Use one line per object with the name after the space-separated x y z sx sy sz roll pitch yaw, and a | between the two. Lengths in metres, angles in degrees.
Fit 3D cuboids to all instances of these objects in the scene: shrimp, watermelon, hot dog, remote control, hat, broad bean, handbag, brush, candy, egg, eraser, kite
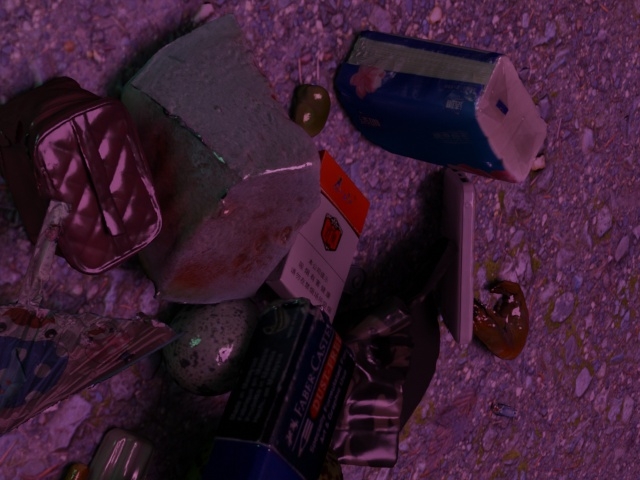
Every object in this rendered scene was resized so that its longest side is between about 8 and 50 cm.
0.332 0.140 2.281 0.248 0.068 0.150 27 70 -54 | shrimp
-0.109 -0.093 1.559 0.228 0.258 0.387 -13 108 -49 | watermelon
-0.346 0.358 1.616 0.137 0.028 0.044 -67 159 -6 | hot dog
-0.294 0.372 1.663 0.090 0.049 0.230 28 83 -46 | remote control
0.083 0.154 1.967 0.382 0.257 0.366 -83 180 -53 | hat
-0.013 -0.191 1.799 0.063 0.045 0.083 -14 120 -44 | broad bean
-0.289 -0.076 1.460 0.146 0.135 0.225 -32 127 -30 | handbag
-0.006 0.047 1.871 0.297 0.060 0.068 14 89 -49 | brush
0.364 0.339 2.409 0.083 0.020 0.030 21 84 -48 | candy
-0.144 0.139 1.693 0.172 0.132 0.132 -48 135 -43 | egg
-0.057 0.243 1.613 0.155 0.101 0.332 54 45 -44 | eraser
-0.355 0.109 1.448 0.406 0.014 0.368 10 116 -28 | kite

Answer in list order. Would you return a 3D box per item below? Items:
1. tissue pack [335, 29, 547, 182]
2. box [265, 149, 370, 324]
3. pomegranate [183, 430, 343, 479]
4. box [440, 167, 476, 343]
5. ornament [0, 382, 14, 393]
0.178 -0.199 1.837 0.137 0.269 0.209 -58 140 -16 | tissue pack
0.000 0.000 1.812 0.139 0.035 0.245 49 47 -36 | box
-0.073 0.380 1.759 0.254 0.270 0.254 -3 104 -14 | pomegranate
0.233 0.025 2.084 0.044 0.142 0.285 -2 108 -5 | box
-0.363 0.146 1.515 0.068 0.041 0.092 19 104 -42 | ornament
